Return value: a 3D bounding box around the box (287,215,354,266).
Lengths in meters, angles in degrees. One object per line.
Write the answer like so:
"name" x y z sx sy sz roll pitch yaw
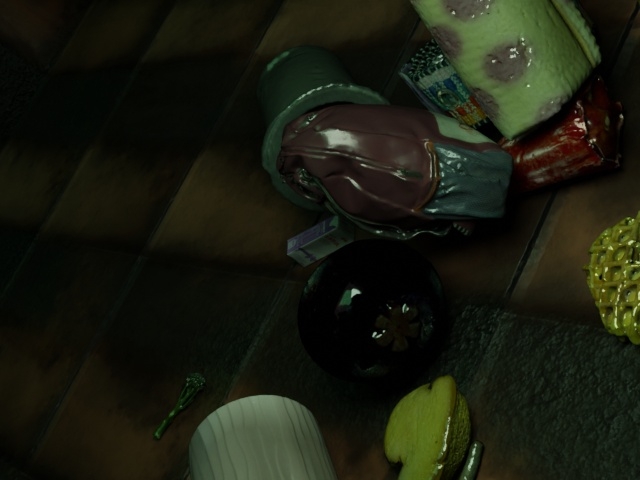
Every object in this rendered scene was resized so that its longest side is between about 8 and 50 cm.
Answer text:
"box" 0.000 0.000 1.999 0.117 0.051 0.036 -29 42 31

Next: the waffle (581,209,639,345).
"waffle" 0.414 0.042 1.497 0.149 0.051 0.194 -36 37 24

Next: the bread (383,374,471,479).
"bread" 0.143 0.281 1.587 0.149 0.065 0.187 -22 46 50

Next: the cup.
"cup" -0.066 0.399 1.626 0.208 0.288 0.273 -12 37 -7

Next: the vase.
"vase" 0.001 -0.222 2.060 0.245 0.245 0.291 -42 30 14

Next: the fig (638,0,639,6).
"fig" 0.507 -0.361 1.736 0.084 0.082 0.098 29 99 20

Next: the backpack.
"backpack" 0.092 -0.102 1.714 0.283 0.317 0.197 -159 76 -75

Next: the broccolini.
"broccolini" -0.252 0.288 2.040 0.140 0.035 0.030 -51 31 4

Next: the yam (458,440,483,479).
"yam" 0.169 0.365 1.503 0.029 0.027 0.234 15 66 15

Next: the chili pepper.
"chili pepper" 0.328 -0.142 1.716 0.253 0.136 0.144 -23 73 46

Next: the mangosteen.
"mangosteen" 0.072 0.098 1.701 0.243 0.243 0.243 -29 41 29

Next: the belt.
"belt" 0.286 -0.286 1.834 0.295 0.160 0.207 -39 18 13

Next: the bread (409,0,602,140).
"bread" 0.236 -0.324 1.618 0.155 0.338 0.187 -22 20 49
